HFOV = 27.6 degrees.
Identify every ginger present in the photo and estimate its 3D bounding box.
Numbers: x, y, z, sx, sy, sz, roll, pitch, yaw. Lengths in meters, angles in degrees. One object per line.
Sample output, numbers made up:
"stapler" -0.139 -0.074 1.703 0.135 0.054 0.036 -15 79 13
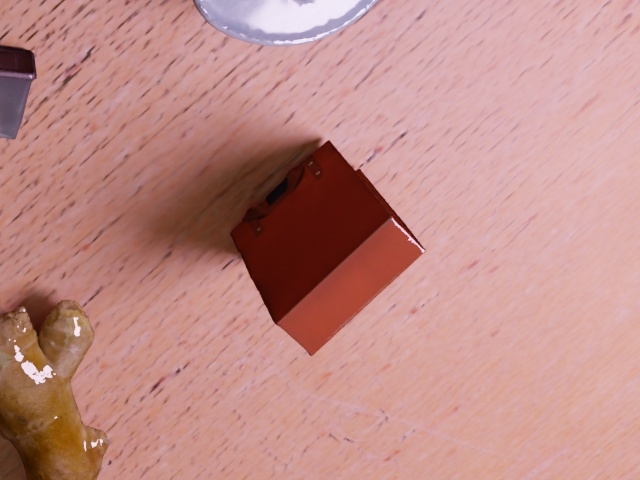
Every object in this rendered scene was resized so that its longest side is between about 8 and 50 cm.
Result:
"ginger" -0.248 0.191 1.178 0.118 0.065 0.299 -7 117 -8

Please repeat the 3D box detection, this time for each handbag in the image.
"handbag" 0.000 0.000 1.092 0.127 0.190 0.063 -44 118 5

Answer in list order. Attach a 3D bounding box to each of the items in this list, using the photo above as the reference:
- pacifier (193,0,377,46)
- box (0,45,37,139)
"pacifier" -0.024 -0.280 0.941 0.244 0.233 0.299 -41 118 1
"box" -0.273 -0.121 1.040 0.085 0.060 0.063 6 116 -19
